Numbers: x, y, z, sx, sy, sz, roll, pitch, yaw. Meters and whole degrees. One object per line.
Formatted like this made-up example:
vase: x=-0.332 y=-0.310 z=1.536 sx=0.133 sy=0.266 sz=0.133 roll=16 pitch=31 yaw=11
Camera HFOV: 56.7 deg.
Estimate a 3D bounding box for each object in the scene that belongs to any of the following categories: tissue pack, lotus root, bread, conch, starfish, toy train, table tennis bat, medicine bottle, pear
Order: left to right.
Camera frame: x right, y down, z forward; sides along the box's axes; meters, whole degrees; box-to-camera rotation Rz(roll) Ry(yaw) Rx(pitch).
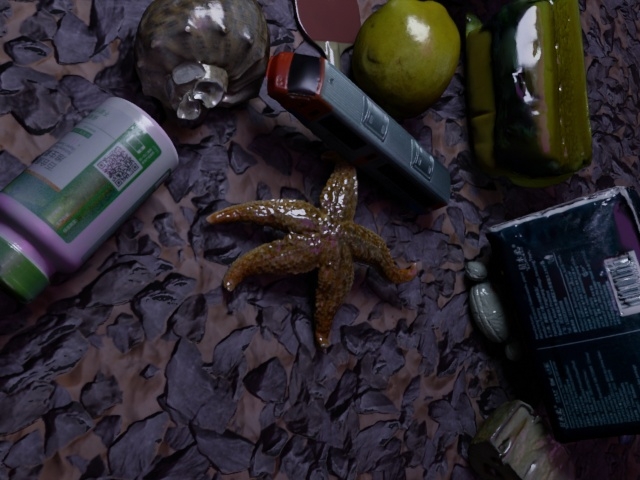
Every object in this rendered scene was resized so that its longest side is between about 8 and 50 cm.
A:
medicine bottle: x=-0.319 y=-0.051 z=0.763 sx=0.133 sy=0.133 sz=0.274 roll=45 pitch=64 yaw=-19
conch: x=-0.158 y=-0.306 z=0.873 sx=0.210 sy=0.159 sz=0.291 roll=13 pitch=76 yaw=-28
starfish: x=0.005 y=-0.003 z=0.975 sx=0.375 sy=0.094 sz=0.327 roll=27 pitch=73 yaw=-20
table tennis bat: x=0.016 y=-0.378 z=1.068 sx=0.138 sy=0.022 sz=0.247 roll=-3 pitch=84 yaw=-30
toy train: x=0.081 y=-0.174 z=0.985 sx=0.409 sy=0.089 sz=0.086 roll=32 pitch=53 yaw=-39
pear: x=0.149 y=-0.318 z=1.040 sx=0.200 sy=0.200 sz=0.200 roll=4 pitch=82 yaw=-30
lotus root: x=0.375 y=0.412 z=1.122 sx=0.235 sy=0.138 sz=0.119 roll=52 pitch=57 yaw=-15
bread: x=0.407 y=-0.292 z=1.177 sx=0.251 sy=0.208 sz=0.377 roll=-6 pitch=87 yaw=-38
tissue pack: x=0.508 y=0.134 z=1.095 sx=0.253 sy=0.264 sz=0.417 roll=-3 pitch=74 yaw=-59

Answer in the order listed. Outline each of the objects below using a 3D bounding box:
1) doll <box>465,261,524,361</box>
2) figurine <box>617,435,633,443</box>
doll: x=0.344 y=0.135 z=1.173 sx=0.103 sy=0.071 sz=0.214 roll=-25 pitch=89 yaw=-51
figurine: x=0.686 y=0.404 z=1.351 sx=0.114 sy=0.079 sz=0.114 roll=47 pitch=35 yaw=-49
